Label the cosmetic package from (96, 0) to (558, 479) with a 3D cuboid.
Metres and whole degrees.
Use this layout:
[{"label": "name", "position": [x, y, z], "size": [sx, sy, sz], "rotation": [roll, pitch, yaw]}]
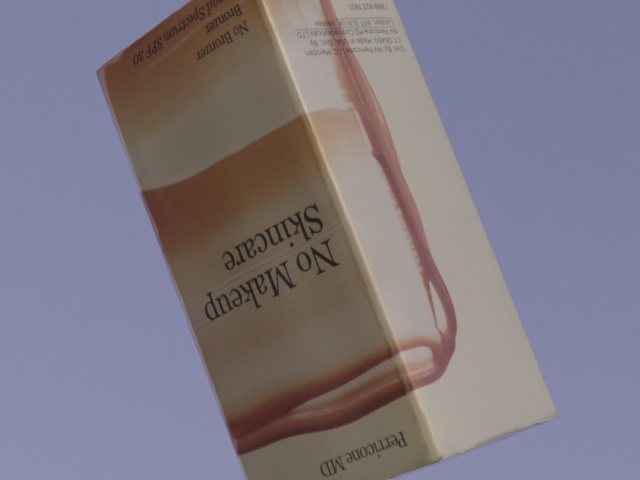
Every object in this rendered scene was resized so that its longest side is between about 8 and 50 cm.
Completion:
[{"label": "cosmetic package", "position": [0.000, 0.000, 0.987], "size": [0.153, 0.129, 0.296], "rotation": [-30, -102, 39]}]
